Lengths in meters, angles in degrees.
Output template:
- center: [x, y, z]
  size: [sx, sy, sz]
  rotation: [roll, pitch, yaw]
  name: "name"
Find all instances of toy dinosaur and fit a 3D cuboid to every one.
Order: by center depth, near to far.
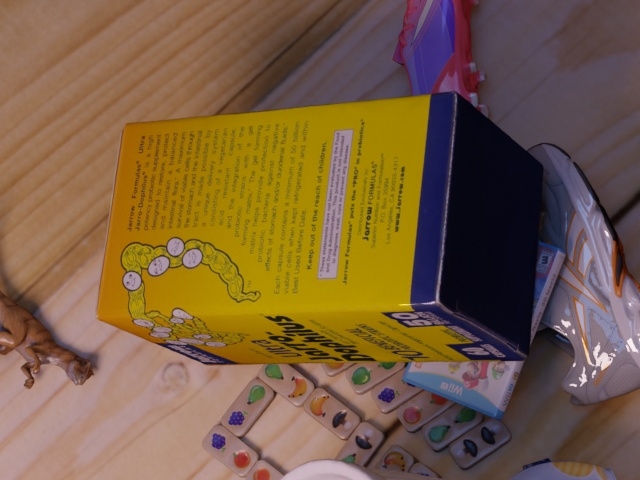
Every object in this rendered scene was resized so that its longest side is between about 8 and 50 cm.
- center: [-0.319, 0.087, 1.799]
  size: [0.112, 0.064, 0.211]
  rotation: [-39, 75, -20]
  name: "toy dinosaur"

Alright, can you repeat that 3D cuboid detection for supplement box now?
- center: [0.000, 0.000, 1.614]
  size: [0.357, 0.194, 0.195]
  rotation: [-3, 71, 31]
  name: "supplement box"

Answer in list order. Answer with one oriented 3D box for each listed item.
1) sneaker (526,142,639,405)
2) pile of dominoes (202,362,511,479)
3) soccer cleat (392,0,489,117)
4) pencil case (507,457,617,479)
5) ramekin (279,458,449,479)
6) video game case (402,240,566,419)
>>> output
- center: [0.229, 0.032, 1.643]
  size: [0.121, 0.099, 0.262]
  rotation: [-26, 66, 10]
  name: "sneaker"
- center: [0.031, 0.187, 1.672]
  size: [0.251, 0.040, 0.196]
  rotation: [35, 84, 22]
  name: "pile of dominoes"
- center: [0.113, -0.223, 1.769]
  size: [0.095, 0.083, 0.248]
  rotation: [-9, 73, 17]
  name: "soccer cleat"
- center: [0.234, 0.309, 1.481]
  size: [0.124, 0.113, 0.273]
  rotation: [-16, 38, -1]
  name: "pencil case"
- center: [0.054, 0.327, 1.505]
  size: [0.277, 0.135, 0.277]
  rotation: [-12, 76, 53]
  name: "ramekin"
- center: [0.151, 0.071, 1.635]
  size: [0.119, 0.015, 0.166]
  rotation: [19, 87, 43]
  name: "video game case"
